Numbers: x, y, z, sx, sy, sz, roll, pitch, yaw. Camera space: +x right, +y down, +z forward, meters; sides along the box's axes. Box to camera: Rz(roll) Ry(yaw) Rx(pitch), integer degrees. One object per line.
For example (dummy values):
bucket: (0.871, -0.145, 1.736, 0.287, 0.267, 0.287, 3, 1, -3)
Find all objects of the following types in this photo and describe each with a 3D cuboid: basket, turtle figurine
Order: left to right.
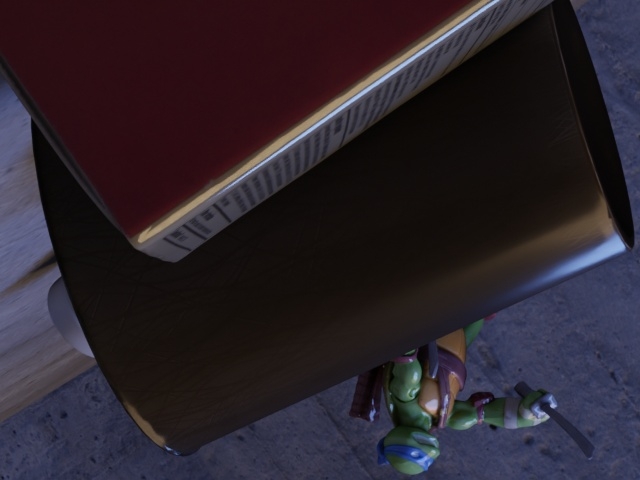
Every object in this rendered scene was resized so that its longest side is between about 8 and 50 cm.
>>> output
basket: (0.013, -0.028, 0.696, 0.227, 0.204, 0.154, -17, -175, 16)
turtle figurine: (0.156, 0.088, 1.484, 0.275, 0.198, 0.266, 127, -23, -59)

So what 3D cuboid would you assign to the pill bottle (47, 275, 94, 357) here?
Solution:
pill bottle: (-0.145, 0.018, 1.394, 0.208, 0.117, 0.117, -36, 178, 28)

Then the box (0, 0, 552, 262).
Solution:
box: (0.000, -0.108, 0.544, 0.232, 0.127, 0.148, -35, 178, -2)
